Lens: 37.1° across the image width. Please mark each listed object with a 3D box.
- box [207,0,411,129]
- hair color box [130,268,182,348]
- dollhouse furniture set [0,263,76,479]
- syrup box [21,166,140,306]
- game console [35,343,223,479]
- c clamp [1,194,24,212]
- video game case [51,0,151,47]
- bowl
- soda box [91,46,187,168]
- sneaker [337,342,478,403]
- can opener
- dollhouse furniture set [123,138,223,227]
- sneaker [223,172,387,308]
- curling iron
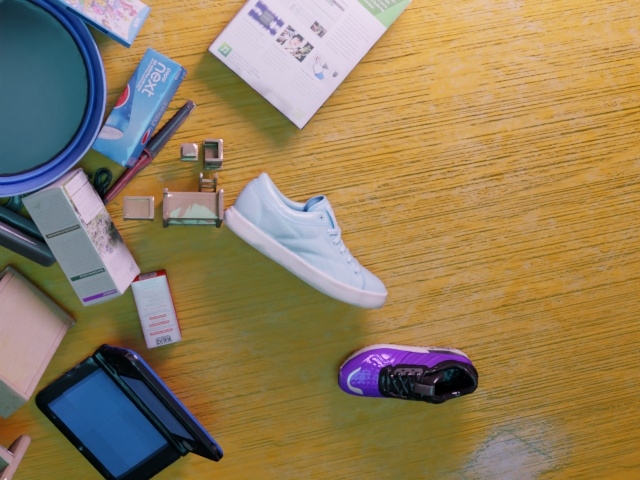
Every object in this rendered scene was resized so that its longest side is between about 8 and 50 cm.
[{"bbox_3d":[-0.020,-0.401,1.766,0.232,0.058,0.322,40,96,-18],"label":"box"},{"bbox_3d":[-0.321,0.134,1.863,0.072,0.043,0.141,-13,106,-7],"label":"hair color box"},{"bbox_3d":[-0.681,0.267,1.780,0.394,0.256,0.362,-38,109,23],"label":"dollhouse furniture set"},{"bbox_3d":[-0.438,-0.005,1.757,0.096,0.093,0.237,-16,112,21],"label":"syrup box"},{"bbox_3d":[-0.374,0.363,1.856,0.173,0.250,0.293,-46,111,-24],"label":"game console"},{"bbox_3d":[-0.621,-0.095,1.755,0.137,0.022,0.160,-6,107,-9],"label":"c clamp"},{"bbox_3d":[-0.388,-0.417,1.667,0.166,0.119,0.015,31,133,-17],"label":"video game case"},{"bbox_3d":[-0.573,-0.272,1.670,0.391,0.077,0.391,-2,100,-10],"label":"bowl"},{"bbox_3d":[-0.327,-0.238,1.727,0.071,0.067,0.210,30,92,2],"label":"soda box"},{"bbox_3d":[0.187,0.280,1.943,0.293,0.146,0.102,-3,106,-10],"label":"sneaker"},{"bbox_3d":[-0.611,-0.031,1.740,0.280,0.074,0.093,25,132,-20],"label":"can opener"},{"bbox_3d":[-0.277,-0.109,1.798,0.182,0.101,0.161,1,80,-9],"label":"dollhouse furniture set"},{"bbox_3d":[0.000,0.000,1.837,0.366,0.135,0.150,31,102,-17],"label":"sneaker"},{"bbox_3d":[-0.338,-0.166,1.781,0.274,0.035,0.068,-40,109,2],"label":"curling iron"}]
